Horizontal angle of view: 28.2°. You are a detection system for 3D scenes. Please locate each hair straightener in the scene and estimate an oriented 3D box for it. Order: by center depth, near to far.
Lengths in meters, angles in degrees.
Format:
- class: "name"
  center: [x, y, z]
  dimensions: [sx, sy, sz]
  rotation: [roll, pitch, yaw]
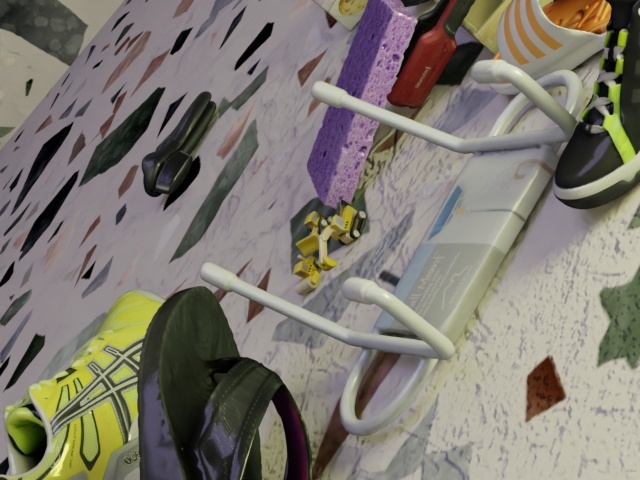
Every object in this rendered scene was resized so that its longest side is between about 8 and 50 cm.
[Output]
- class: "hair straightener"
  center: [0.115, -0.233, 1.229]
  dimensions: [0.230, 0.047, 0.089]
  rotation: [113, 159, -50]

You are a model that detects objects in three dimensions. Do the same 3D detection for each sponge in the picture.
- class: "sponge"
  center: [0.040, -0.146, 1.299]
  dimensions: [0.117, 0.031, 0.210]
  rotation: [-111, 39, -66]

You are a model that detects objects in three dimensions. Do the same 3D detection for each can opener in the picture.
- class: "can opener"
  center: [-0.203, -0.139, 1.870]
  dimensions: [0.059, 0.073, 0.186]
  rotation: [87, -153, -58]

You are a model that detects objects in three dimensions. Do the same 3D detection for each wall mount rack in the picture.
- class: "wall mount rack"
  center: [0.053, -0.025, 1.050]
  dimensions: [0.350, 0.130, 0.304]
  rotation: [-59, 22, -14]

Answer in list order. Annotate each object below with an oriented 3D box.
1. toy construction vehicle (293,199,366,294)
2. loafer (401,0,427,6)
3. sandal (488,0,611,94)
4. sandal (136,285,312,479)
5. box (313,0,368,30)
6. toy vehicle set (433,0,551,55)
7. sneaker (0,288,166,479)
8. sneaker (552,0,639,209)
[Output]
- class: "toy construction vehicle"
  center: [0.000, 0.000, 1.250]
  dimensions: [0.086, 0.035, 0.098]
  rotation: [-29, 32, 47]
- class: "loafer"
  center: [0.150, -0.340, 1.393]
  dimensions: [0.223, 0.078, 0.076]
  rotation: [-36, 27, 39]
- class: "sandal"
  center: [0.220, -0.208, 1.055]
  dimensions: [0.265, 0.076, 0.102]
  rotation: [-24, 36, 52]
- class: "sandal"
  center: [-0.061, 0.205, 0.957]
  dimensions: [0.107, 0.167, 0.446]
  rotation: [-20, 39, 13]
- class: "box"
  center: [0.114, -0.408, 1.591]
  dimensions: [0.324, 0.067, 0.063]
  rotation: [-47, 23, 14]
- class: "toy vehicle set"
  center: [0.229, -0.309, 1.244]
  dimensions: [0.267, 0.035, 0.166]
  rotation: [-49, 22, 12]
- class: "sneaker"
  center: [-0.241, 0.173, 1.335]
  dimensions: [0.145, 0.147, 0.384]
  rotation: [-43, 23, 30]
- class: "sneaker"
  center: [0.224, -0.134, 0.908]
  dimensions: [0.234, 0.097, 0.084]
  rotation: [-54, 21, -1]
